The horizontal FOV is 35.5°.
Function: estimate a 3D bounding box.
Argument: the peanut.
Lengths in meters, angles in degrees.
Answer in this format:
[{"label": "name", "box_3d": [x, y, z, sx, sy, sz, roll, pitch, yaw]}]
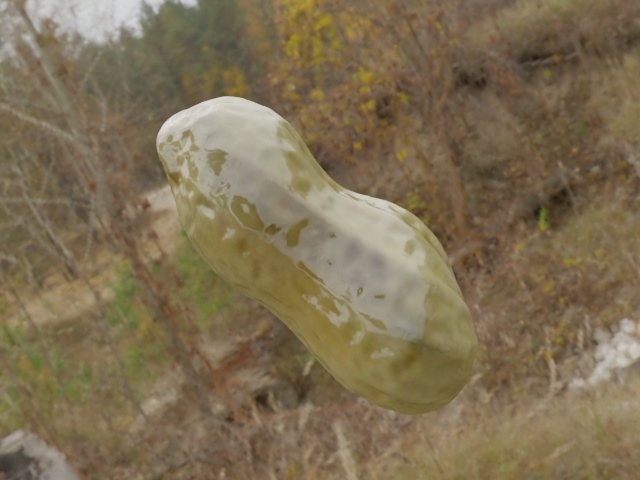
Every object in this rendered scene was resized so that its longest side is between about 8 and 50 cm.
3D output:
[{"label": "peanut", "box_3d": [0.000, 0.000, 0.681, 0.125, 0.274, 0.111, -41, -10, -33]}]
